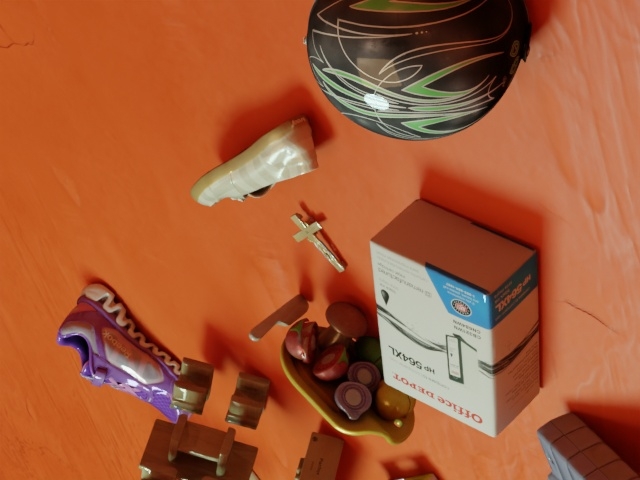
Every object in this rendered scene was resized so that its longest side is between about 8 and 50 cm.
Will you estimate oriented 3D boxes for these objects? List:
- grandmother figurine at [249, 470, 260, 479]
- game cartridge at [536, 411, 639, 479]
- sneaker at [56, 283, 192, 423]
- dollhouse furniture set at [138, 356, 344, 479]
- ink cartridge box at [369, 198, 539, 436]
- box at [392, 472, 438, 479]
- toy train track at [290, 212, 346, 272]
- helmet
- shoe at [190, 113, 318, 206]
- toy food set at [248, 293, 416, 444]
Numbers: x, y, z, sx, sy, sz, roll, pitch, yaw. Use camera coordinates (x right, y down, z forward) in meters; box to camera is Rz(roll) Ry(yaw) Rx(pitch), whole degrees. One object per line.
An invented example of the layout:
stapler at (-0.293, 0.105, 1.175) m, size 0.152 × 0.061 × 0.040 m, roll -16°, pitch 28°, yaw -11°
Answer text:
grandmother figurine at (-0.225, 0.433, 2.024) m, size 0.104 × 0.342 × 0.208 m, roll 55°, pitch 147°, yaw -9°
game cartridge at (0.332, 0.366, 1.471) m, size 0.230 × 0.068 × 0.355 m, roll -122°, pitch 7°, yaw -66°
sneaker at (-0.279, 0.176, 2.048) m, size 0.236 × 0.104 × 0.095 m, roll 46°, pitch 146°, yaw 3°
dollhouse furniture set at (-0.108, 0.305, 1.886) m, size 0.242 × 0.212 × 0.161 m, roll 16°, pitch 140°, yaw 2°
ink cartridge box at (0.137, 0.080, 1.472) m, size 0.148 × 0.086 × 0.203 m, roll 24°, pitch 139°, yaw 33°
box at (0.136, 0.354, 1.793) m, size 0.178 × 0.042 × 0.109 m, roll 54°, pitch 146°, yaw -7°
toy train track at (0.000, 0.000, 1.622) m, size 0.083 × 0.014 × 0.048 m, roll 49°, pitch 141°, yaw -10°
helmet at (0.077, -0.162, 1.224) m, size 0.169 × 0.161 × 0.169 m, roll 31°, pitch 143°, yaw 27°
shoe at (-0.072, -0.070, 1.575) m, size 0.058 × 0.076 × 0.219 m, roll 58°, pitch 145°, yaw -4°
toy food set at (0.029, 0.129, 1.631) m, size 0.218 × 0.128 × 0.071 m, roll 44°, pitch 127°, yaw 17°
